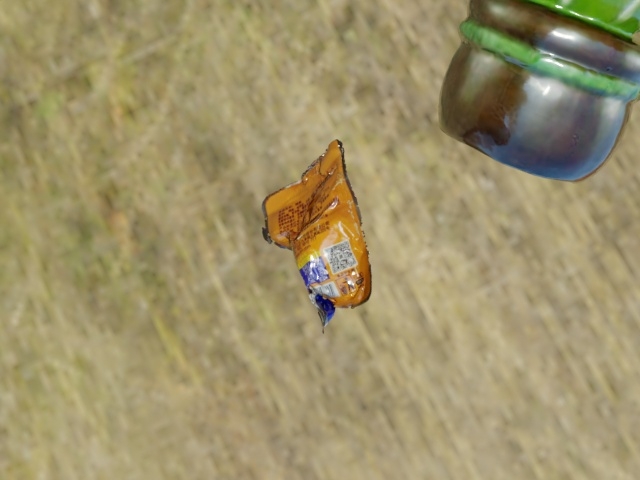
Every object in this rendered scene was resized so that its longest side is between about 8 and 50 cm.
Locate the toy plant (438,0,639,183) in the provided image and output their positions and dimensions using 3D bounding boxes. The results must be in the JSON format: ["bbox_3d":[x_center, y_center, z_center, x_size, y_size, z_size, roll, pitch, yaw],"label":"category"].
[{"bbox_3d":[0.118,-0.112,0.899,0.093,0.093,0.162,8,108,-50],"label":"toy plant"}]

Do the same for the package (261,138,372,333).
[{"bbox_3d":[-0.001,0.000,1.222,0.033,0.110,0.077,-4,153,-32],"label":"package"}]
